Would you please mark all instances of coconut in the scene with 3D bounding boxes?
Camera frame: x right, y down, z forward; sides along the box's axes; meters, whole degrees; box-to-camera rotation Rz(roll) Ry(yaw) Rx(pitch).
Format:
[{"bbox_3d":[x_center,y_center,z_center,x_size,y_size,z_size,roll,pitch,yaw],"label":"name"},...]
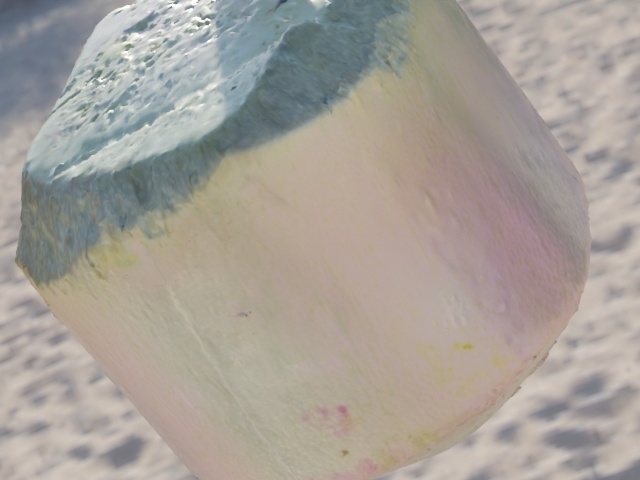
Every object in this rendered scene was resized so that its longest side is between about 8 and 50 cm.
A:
[{"bbox_3d":[0.000,0.000,1.026,0.297,0.309,0.297,-25,32,17],"label":"coconut"}]
